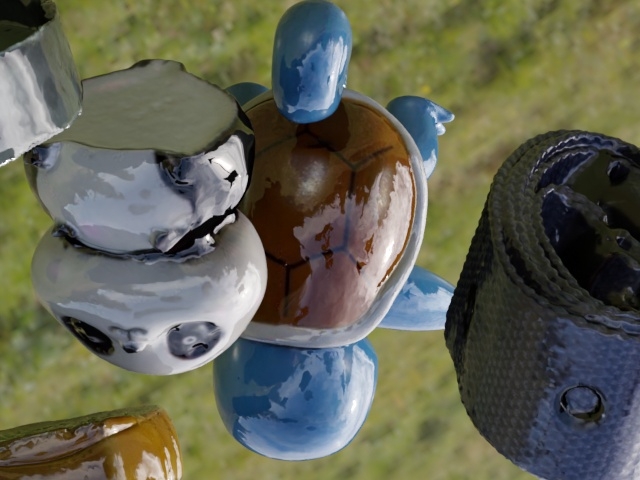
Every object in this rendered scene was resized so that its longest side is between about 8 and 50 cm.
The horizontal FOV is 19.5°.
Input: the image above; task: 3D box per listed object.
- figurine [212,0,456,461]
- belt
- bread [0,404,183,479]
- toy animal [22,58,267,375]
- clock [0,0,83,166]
[{"bbox_3d":[0.003,-0.020,1.651,0.298,0.416,0.243,5,-162,2],"label":"figurine"},{"bbox_3d":[0.141,0.040,0.994,0.230,0.140,0.126,-76,-179,-62],"label":"belt"},{"bbox_3d":[-0.222,0.184,1.508,0.236,0.070,0.236,-11,179,0],"label":"bread"},{"bbox_3d":[-0.134,-0.005,1.463,0.165,0.187,0.235,-60,152,-60],"label":"toy animal"},{"bbox_3d":[-0.299,-0.082,1.108,0.313,0.061,0.312,-9,-159,4],"label":"clock"}]
